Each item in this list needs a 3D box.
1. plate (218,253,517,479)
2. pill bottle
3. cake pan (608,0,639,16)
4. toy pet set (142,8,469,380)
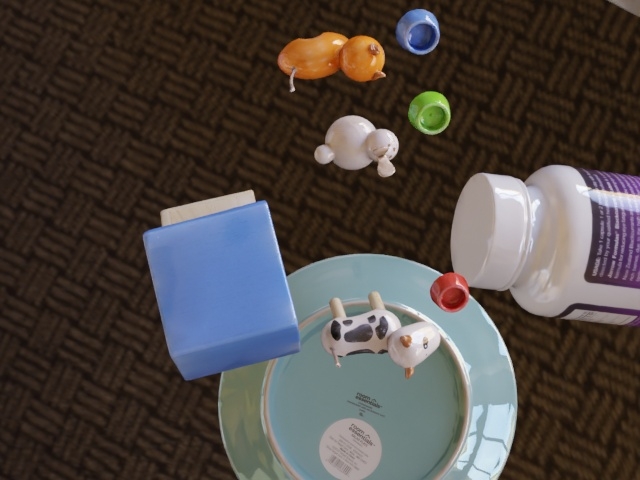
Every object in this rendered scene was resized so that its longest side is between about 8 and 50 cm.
[{"bbox_3d":[0.029,0.101,0.793,0.188,0.024,0.188,0,85,3],"label":"plate"},{"bbox_3d":[0.196,0.004,0.904,0.194,0.108,0.108,7,74,-15],"label":"pill bottle"},{"bbox_3d":[0.272,-0.240,1.020,0.293,0.293,0.054,40,125,22],"label":"cake pan"},{"bbox_3d":[0.000,0.000,0.434,0.114,0.122,0.065,-14,30,-4],"label":"toy pet set"}]
